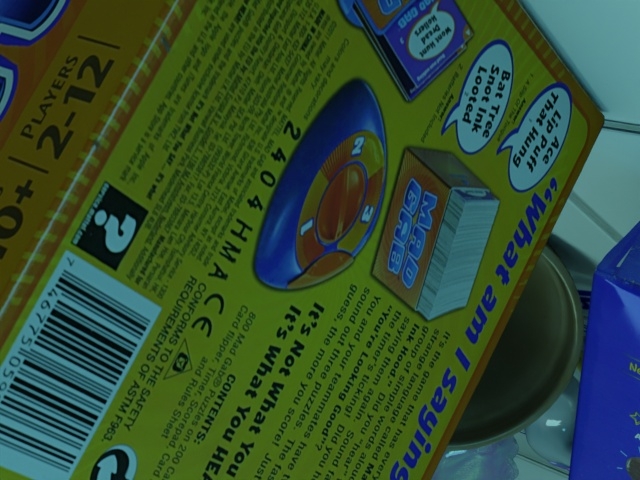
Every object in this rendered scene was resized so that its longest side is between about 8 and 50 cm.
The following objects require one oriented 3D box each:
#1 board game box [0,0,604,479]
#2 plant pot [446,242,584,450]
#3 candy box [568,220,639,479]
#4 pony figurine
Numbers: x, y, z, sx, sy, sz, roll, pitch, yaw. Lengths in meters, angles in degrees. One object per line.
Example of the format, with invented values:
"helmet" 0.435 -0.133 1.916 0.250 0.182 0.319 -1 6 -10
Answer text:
"board game box" -0.117 -0.039 0.781 0.356 0.356 0.356 19 168 40
"plant pot" 0.118 0.067 1.243 0.237 0.237 0.110 30 -160 -14
"candy box" 0.315 0.151 0.903 0.268 0.122 0.317 24 138 27
"pony figurine" 0.248 0.183 1.404 0.363 0.303 0.351 23 138 45
